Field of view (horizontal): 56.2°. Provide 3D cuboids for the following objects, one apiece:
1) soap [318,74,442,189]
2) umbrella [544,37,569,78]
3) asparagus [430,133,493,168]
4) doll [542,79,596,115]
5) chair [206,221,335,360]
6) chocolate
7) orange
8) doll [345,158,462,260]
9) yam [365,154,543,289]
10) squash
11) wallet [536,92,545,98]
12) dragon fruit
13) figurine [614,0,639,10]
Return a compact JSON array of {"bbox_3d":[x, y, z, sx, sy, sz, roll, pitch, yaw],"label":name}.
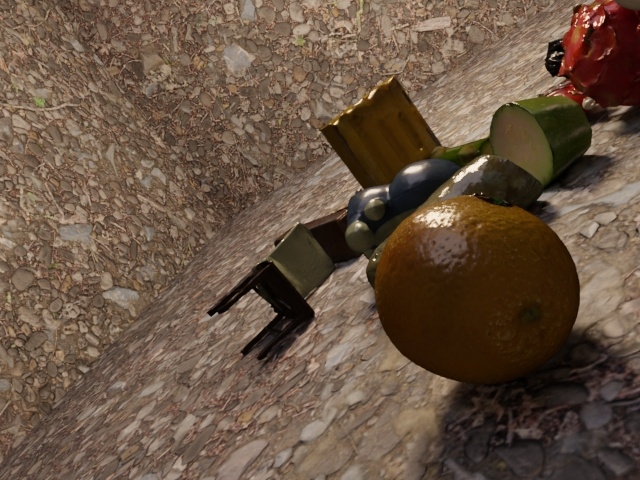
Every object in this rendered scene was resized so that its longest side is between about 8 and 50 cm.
[{"bbox_3d":[0.181,-0.277,1.681,0.259,0.281,0.143,-40,11,-19],"label":"soap"},{"bbox_3d":[0.733,-0.520,1.510,0.339,0.118,0.118,-27,15,16],"label":"umbrella"},{"bbox_3d":[0.341,-0.193,1.385,0.085,0.082,0.343,-44,12,-9],"label":"asparagus"},{"bbox_3d":[0.502,-0.267,1.244,0.183,0.085,0.217,-12,35,56],"label":"doll"},{"bbox_3d":[-0.083,0.103,1.345,0.319,0.160,0.186,-42,8,-19],"label":"chair"},{"bbox_3d":[0.000,0.000,1.571,0.112,0.112,0.321,-43,14,-35],"label":"chocolate"},{"bbox_3d":[0.173,0.055,0.691,0.236,0.236,0.236,-35,13,9],"label":"orange"},{"bbox_3d":[0.178,-0.061,1.197,0.258,0.154,0.228,-17,-21,20],"label":"doll"},{"bbox_3d":[0.219,-0.021,1.052,0.330,0.133,0.133,-40,13,3],"label":"yam"},{"bbox_3d":[0.398,-0.186,1.081,0.122,0.170,0.170,-27,12,-8],"label":"squash"},{"bbox_3d":[0.493,-0.274,1.401,0.255,0.031,0.137,-44,18,-20],"label":"wallet"},{"bbox_3d":[0.567,-0.340,1.088,0.267,0.205,0.210,-2,16,-30],"label":"dragon fruit"},{"bbox_3d":[0.514,-0.462,0.971,0.145,0.181,0.257,107,175,-57],"label":"figurine"}]
